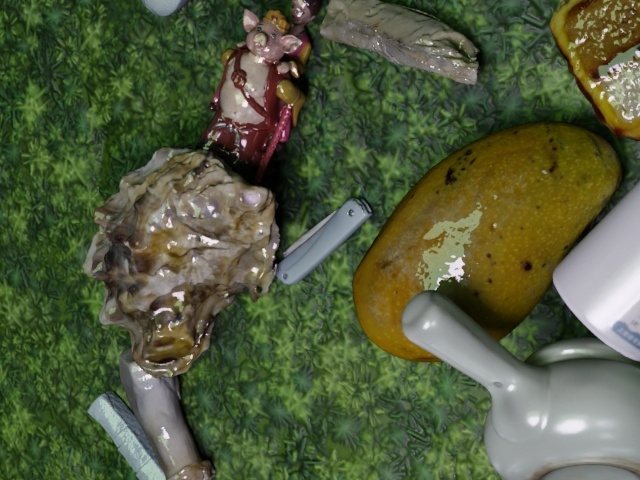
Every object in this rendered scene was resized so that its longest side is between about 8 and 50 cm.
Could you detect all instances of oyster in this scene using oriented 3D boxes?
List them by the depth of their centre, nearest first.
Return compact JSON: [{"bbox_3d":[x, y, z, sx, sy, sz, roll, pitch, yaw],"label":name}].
[{"bbox_3d":[-0.173,0.017,1.339,0.238,0.115,0.351,45,128,-10],"label":"oyster"}]

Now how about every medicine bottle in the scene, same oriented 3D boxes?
[{"bbox_3d":[0.355,-0.004,1.060,0.139,0.139,0.237,46,110,18],"label":"medicine bottle"}]

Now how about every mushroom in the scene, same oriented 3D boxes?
[{"bbox_3d":[-0.214,0.250,1.483,0.092,0.081,0.223,-18,90,52],"label":"mushroom"}]

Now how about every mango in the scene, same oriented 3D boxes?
[{"bbox_3d":[0.169,-0.002,1.164,0.176,0.175,0.329,26,117,-20],"label":"mango"}]

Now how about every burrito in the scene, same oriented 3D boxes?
[{"bbox_3d":[0.092,-0.234,1.242,0.229,0.063,0.058,25,149,34],"label":"burrito"}]

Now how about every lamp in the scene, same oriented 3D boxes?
[{"bbox_3d":[-0.067,-0.202,1.308,0.118,0.118,0.253,37,115,22],"label":"lamp"}]

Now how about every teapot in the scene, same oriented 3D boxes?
[{"bbox_3d":[0.239,0.157,1.081,0.220,0.318,0.149,-14,52,26],"label":"teapot"}]

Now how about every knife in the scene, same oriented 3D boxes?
[{"bbox_3d":[0.000,0.000,1.347,0.162,0.023,0.044,-42,71,29],"label":"knife"}]

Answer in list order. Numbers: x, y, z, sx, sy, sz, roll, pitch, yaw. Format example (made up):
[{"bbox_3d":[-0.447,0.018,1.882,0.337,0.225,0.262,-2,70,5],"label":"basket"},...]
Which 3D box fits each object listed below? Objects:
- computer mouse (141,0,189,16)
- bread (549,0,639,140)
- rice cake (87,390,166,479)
[{"bbox_3d":[-0.179,-0.390,1.375,0.113,0.068,0.229,41,116,19],"label":"computer mouse"},{"bbox_3d":[0.351,-0.210,1.052,0.222,0.096,0.181,-29,77,30],"label":"bread"},{"bbox_3d":[-0.246,0.319,1.532,0.045,0.042,0.245,-44,73,16],"label":"rice cake"}]
